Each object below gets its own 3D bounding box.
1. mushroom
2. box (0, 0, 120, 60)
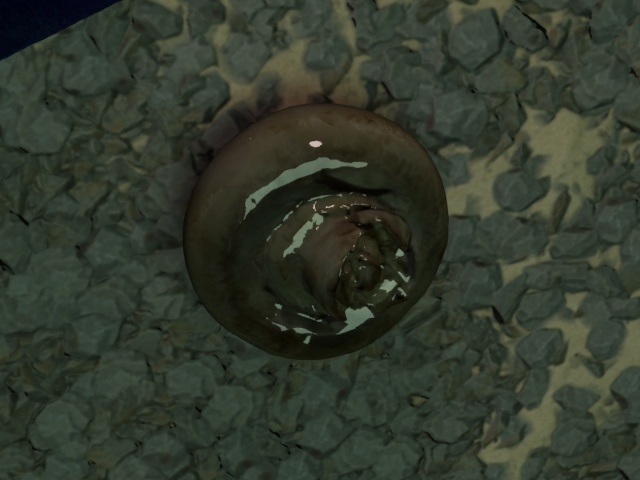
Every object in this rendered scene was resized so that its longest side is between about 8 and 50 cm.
[{"bbox_3d":[0.000,0.000,1.470,0.226,0.178,0.226,-10,129,-13],"label":"mushroom"},{"bbox_3d":[-0.289,-0.238,1.204,0.279,0.116,0.261,-18,132,38],"label":"box"}]
